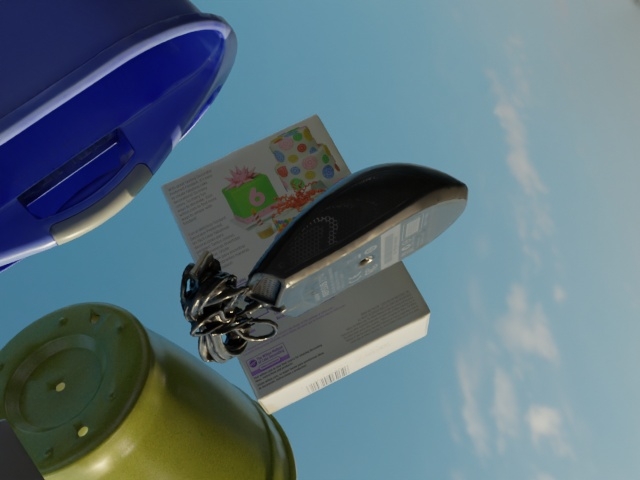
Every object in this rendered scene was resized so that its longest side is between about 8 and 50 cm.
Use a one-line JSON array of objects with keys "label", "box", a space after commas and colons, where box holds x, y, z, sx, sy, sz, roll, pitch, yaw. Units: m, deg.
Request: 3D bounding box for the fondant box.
[{"label": "fondant box", "box": [-0.037, 0.025, 1.079, 0.330, 0.238, 0.096, 62, 174, 22]}]

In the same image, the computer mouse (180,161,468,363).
[{"label": "computer mouse", "box": [0.000, 0.000, 0.704, 0.072, 0.272, 0.188, 58, 168, 20]}]

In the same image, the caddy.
[{"label": "caddy", "box": [-0.221, -0.086, 0.643, 0.341, 0.241, 0.179, -39, -96, -16]}]

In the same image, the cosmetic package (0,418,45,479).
[{"label": "cosmetic package", "box": [-0.353, 0.249, 0.699, 0.107, 0.127, 0.238, 55, -170, 7]}]

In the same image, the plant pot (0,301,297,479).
[{"label": "plant pot", "box": [-0.257, 0.272, 1.073, 0.353, 0.366, 0.366, 66, -161, -46]}]
